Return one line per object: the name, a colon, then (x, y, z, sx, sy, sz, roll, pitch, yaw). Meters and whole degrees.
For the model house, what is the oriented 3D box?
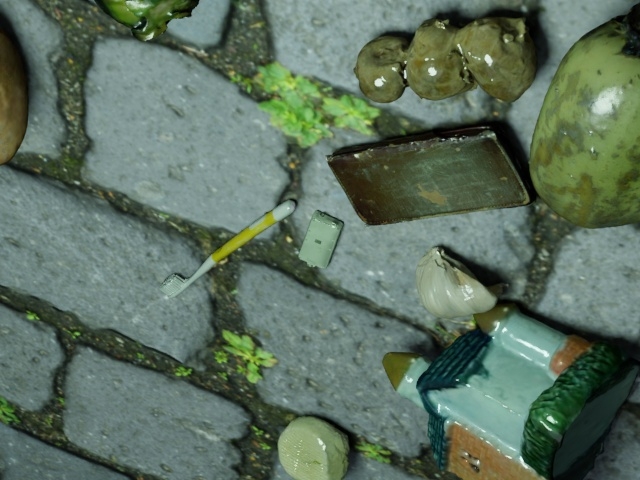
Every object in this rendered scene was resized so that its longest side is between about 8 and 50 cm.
model house: (0.214, 0.192, 1.800, 0.291, 0.184, 0.253, 28, 145, 20)

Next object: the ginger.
ginger: (0.128, -0.185, 1.532, 0.204, 0.080, 0.104, 0, 136, 24)

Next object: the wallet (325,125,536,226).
wallet: (0.126, -0.075, 1.672, 0.232, 0.031, 0.122, -6, 131, 33)

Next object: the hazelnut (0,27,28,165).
hazelnut: (-0.451, -0.185, 1.756, 0.214, 0.176, 0.214, 37, 143, 34)

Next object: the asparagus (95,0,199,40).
asparagus: (-0.252, -0.389, 1.507, 0.108, 0.128, 0.382, -27, 120, 0)

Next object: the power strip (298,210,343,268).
power strip: (0.000, 0.000, 1.814, 0.040, 0.016, 0.090, 24, 137, 4)

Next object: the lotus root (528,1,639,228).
lotus root: (0.306, -0.106, 1.475, 0.173, 0.173, 0.309, 21, 144, 7)

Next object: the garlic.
garlic: (0.159, 0.058, 1.749, 0.113, 0.074, 0.094, -4, 140, 49)

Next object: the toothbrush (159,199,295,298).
toothbrush: (-0.125, 0.011, 1.882, 0.024, 0.021, 0.288, 35, 137, -21)

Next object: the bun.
bun: (-0.004, 0.297, 2.056, 0.115, 0.069, 0.115, 17, 120, 31)
